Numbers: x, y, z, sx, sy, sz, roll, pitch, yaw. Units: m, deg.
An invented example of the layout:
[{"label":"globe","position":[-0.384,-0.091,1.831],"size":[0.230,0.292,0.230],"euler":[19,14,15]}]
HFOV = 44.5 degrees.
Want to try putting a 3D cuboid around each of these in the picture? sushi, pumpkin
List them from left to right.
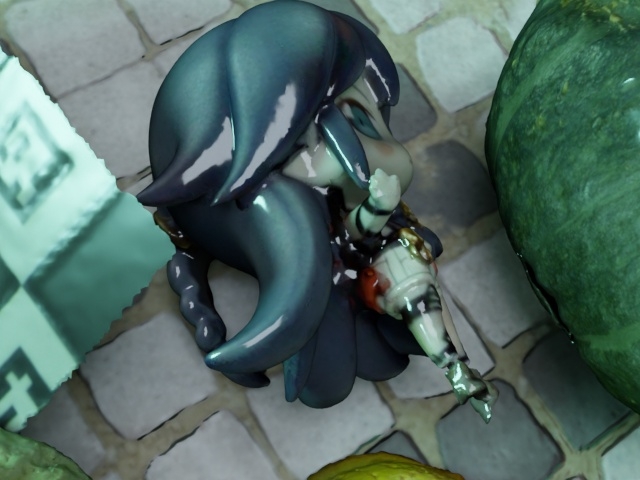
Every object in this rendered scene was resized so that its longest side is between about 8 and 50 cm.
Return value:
[{"label":"sushi","position":[-0.261,-0.030,0.478],"size":[0.296,0.100,0.373],"euler":[-46,77,18]},{"label":"pumpkin","position":[0.256,-0.037,0.468],"size":[0.291,0.257,0.328],"euler":[-5,72,-24]}]

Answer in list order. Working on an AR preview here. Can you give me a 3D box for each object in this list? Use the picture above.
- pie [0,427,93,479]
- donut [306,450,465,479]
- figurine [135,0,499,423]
[{"label":"pie","position":[-0.186,0.213,0.370],"size":[0.276,0.078,0.277],"euler":[1,95,9]},{"label":"donut","position":[0.044,0.217,0.449],"size":[0.174,0.075,0.190],"euler":[26,70,2]},{"label":"figurine","position":[-0.007,-0.014,0.476],"size":[0.196,0.175,0.265],"euler":[-4,64,-4]}]
